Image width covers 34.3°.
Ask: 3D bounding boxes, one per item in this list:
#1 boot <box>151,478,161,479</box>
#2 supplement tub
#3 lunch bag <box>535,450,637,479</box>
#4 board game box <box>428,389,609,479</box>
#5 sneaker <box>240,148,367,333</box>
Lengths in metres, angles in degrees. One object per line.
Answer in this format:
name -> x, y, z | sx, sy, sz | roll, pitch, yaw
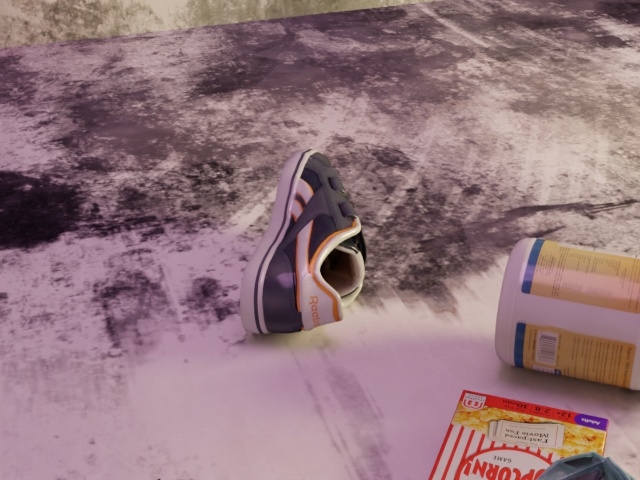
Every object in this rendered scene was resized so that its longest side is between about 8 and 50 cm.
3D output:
boot -> -0.100, 0.257, 0.913 | 0.099, 0.045, 0.121 | -7, 37, -6
supplement tub -> 0.298, 0.080, 1.112 | 0.200, 0.144, 0.144 | 10, 31, 18
lunch bag -> 0.170, 0.294, 0.651 | 0.160, 0.223, 0.262 | -2, 28, 19
board game box -> 0.180, 0.225, 0.959 | 0.147, 0.045, 0.193 | 9, 31, 17
sneaker -> 0.000, 0.000, 1.290 | 0.127, 0.126, 0.321 | 1, 40, 13
